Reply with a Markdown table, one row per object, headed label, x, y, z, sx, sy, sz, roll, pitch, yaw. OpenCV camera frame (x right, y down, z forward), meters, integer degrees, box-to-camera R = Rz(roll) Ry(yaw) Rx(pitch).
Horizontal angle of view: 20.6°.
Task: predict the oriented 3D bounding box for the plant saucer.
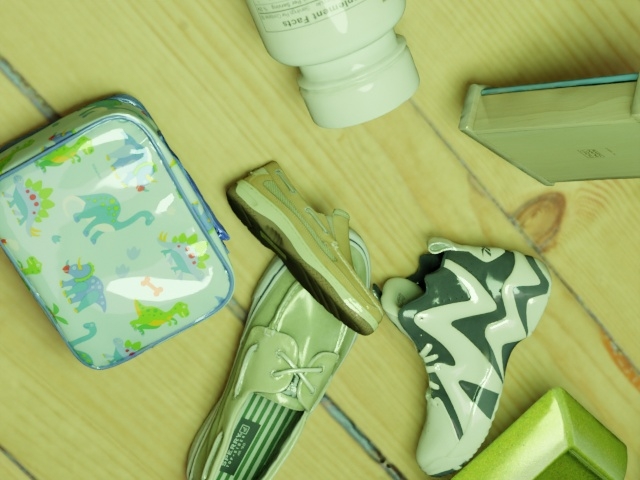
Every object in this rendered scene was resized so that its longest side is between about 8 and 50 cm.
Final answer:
| label | x | y | z | sx | sy | sz | roll | pitch | yaw |
| --- | --- | --- | --- | --- | --- | --- | --- | --- | --- |
| plant saucer | 0.210 | 0.249 | 1.718 | 0.188 | 0.045 | 0.188 | -43 | 140 | 6 |

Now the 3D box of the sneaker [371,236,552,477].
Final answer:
| label | x | y | z | sx | sy | sz | roll | pitch | yaw |
| --- | --- | --- | --- | --- | --- | --- | --- | --- | --- |
| sneaker | 0.103 | 0.101 | 1.665 | 0.153 | 0.094 | 0.235 | 21 | 111 | -11 |

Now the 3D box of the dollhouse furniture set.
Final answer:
| label | x | y | z | sx | sy | sz | roll | pitch | yaw |
| --- | --- | --- | --- | --- | --- | --- | --- | --- | --- |
| dollhouse furniture set | 0.305 | -0.199 | 1.610 | 0.286 | 0.198 | 0.303 | 28 | 70 | -41 |

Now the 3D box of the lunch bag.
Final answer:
| label | x | y | z | sx | sy | sz | roll | pitch | yaw |
| --- | --- | --- | --- | --- | --- | --- | --- | --- | --- |
| lunch bag | -0.184 | -0.008 | 1.563 | 0.176 | 0.090 | 0.219 | -30 | 113 | 1 |

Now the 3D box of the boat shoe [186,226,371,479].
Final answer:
| label | x | y | z | sx | sy | sz | roll | pitch | yaw |
| --- | --- | --- | --- | --- | --- | --- | --- | --- | --- |
| boat shoe | -0.031 | 0.129 | 1.641 | 0.109 | 0.094 | 0.302 | 20 | 103 | -18 |

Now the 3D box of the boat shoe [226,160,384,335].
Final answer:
| label | x | y | z | sx | sy | sz | roll | pitch | yaw |
| --- | --- | --- | --- | --- | --- | --- | --- | --- | --- |
| boat shoe | 0.000 | 0.000 | 1.574 | 0.072 | 0.068 | 0.190 | -39 | 73 | -14 |

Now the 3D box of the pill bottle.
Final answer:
| label | x | y | z | sx | sy | sz | roll | pitch | yaw |
| --- | --- | --- | --- | --- | --- | --- | --- | --- | --- |
| pill bottle | 0.000 | -0.219 | 1.502 | 0.131 | 0.131 | 0.229 | -24 | 113 | -2 |
